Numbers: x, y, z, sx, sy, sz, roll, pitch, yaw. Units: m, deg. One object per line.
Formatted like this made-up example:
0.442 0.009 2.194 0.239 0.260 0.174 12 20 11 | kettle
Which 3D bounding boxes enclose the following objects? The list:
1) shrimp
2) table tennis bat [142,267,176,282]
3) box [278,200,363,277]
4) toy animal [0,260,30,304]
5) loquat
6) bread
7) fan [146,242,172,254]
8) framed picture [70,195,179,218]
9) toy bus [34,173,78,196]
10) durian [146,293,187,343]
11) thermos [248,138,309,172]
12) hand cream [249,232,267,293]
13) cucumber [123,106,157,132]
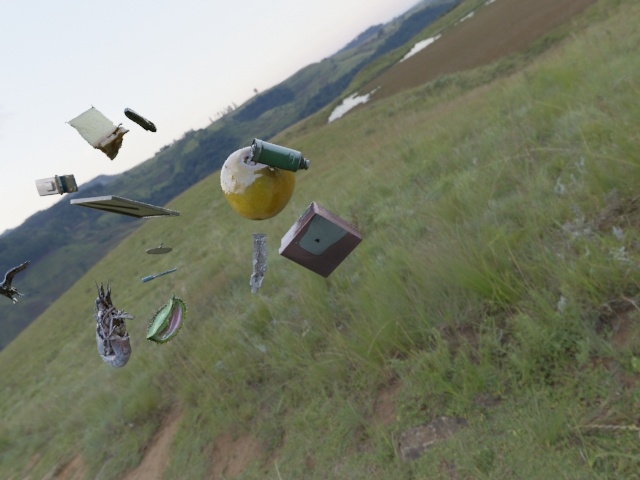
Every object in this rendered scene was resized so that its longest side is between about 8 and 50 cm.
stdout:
-0.764 0.304 1.539 0.145 0.343 0.116 2 11 39 | shrimp
-0.714 0.154 1.868 0.155 0.019 0.100 -21 5 -39 | table tennis bat
0.000 0.000 1.468 0.215 0.215 0.086 -48 28 26 | box
-0.960 0.149 1.274 0.062 0.108 0.220 31 71 30 | toy animal
-0.224 -0.200 1.499 0.275 0.275 0.275 -31 19 12 | loquat
-0.710 -0.326 1.335 0.152 0.147 0.127 -42 10 49 | bread
-0.709 0.038 1.859 0.113 0.005 0.175 -4 -15 -28 | fan
-0.759 -0.127 1.658 0.240 0.020 0.324 -1 -8 28 | framed picture
-1.193 -0.249 1.900 0.182 0.091 0.103 -1 14 30 | toy bus
-0.671 0.343 1.835 0.095 0.137 0.221 13 64 36 | durian
-0.129 -0.259 1.337 0.083 0.187 0.073 124 151 -45 | thermos
-0.258 0.096 1.733 0.050 0.257 0.084 15 11 38 | hand cream
-0.734 -0.488 1.710 0.044 0.043 0.256 -20 -1 2 | cucumber
